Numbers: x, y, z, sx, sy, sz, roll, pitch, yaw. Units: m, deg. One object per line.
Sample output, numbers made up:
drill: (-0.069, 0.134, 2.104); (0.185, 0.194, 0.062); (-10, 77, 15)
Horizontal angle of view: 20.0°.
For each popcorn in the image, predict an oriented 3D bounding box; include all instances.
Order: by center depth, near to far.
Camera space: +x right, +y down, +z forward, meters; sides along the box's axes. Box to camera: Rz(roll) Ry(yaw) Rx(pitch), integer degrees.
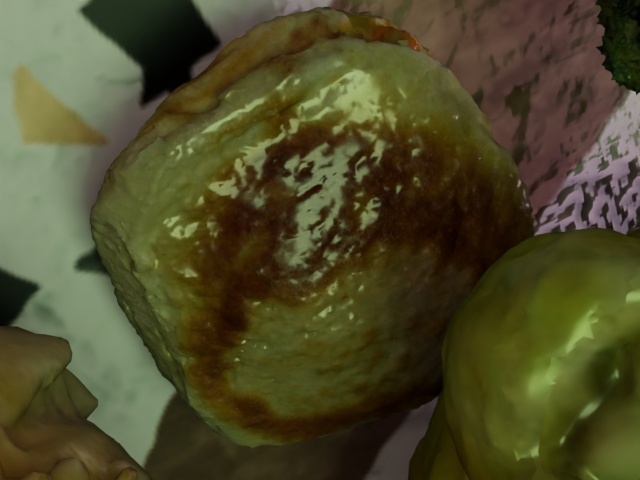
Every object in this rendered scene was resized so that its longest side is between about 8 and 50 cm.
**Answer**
popcorn: (0.174, 0.107, 0.808); (0.334, 0.294, 0.292); (-25, 103, -47)

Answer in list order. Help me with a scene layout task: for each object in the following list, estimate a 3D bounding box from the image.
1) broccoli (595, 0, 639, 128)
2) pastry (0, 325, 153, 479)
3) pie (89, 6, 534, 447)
broccoli: (0.229, -0.179, 0.744); (0.321, 0.304, 0.283); (-41, 148, 22)
pastry: (-0.199, 0.221, 0.701); (0.410, 0.245, 0.409); (-8, 110, -22)
pie: (0.000, 0.000, 0.797); (0.179, 0.084, 0.205); (-28, 121, -12)
